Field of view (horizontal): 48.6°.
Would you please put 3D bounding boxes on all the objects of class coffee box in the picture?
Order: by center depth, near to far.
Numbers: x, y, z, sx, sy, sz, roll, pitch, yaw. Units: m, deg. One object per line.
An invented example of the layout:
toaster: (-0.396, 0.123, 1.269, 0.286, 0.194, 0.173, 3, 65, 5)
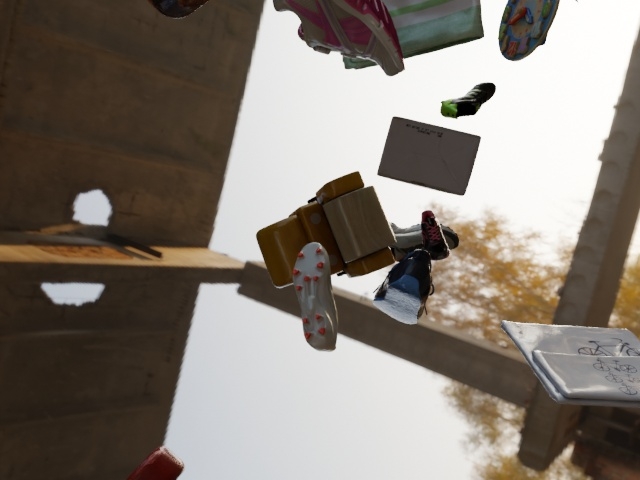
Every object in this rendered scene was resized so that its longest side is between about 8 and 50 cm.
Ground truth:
coffee box: (0.174, -0.138, 1.184, 0.246, 0.141, 0.098, -40, -35, -82)

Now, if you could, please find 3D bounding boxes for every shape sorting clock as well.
shape sorting clock: (0.432, -0.477, 1.484, 0.040, 0.206, 0.206, 8, -79, -18)

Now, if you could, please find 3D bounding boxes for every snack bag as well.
snack bag: (0.573, 0.242, 1.445, 0.342, 0.323, 0.037, -104, 18, -71)

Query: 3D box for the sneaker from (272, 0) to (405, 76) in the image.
sneaker: (0.027, -0.325, 1.050, 0.252, 0.111, 0.103, 37, -147, -30)

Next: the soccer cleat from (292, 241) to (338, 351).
soccer cleat: (-0.006, 0.099, 1.222, 0.076, 0.068, 0.196, 47, -147, -56)

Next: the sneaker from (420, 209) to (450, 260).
sneaker: (0.198, -0.012, 1.255, 0.119, 0.047, 0.057, -98, -6, -55)

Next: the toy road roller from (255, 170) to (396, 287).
toy road roller: (0.000, 0.000, 1.532, 0.240, 0.329, 0.203, -22, -91, -13)

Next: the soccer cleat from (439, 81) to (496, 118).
soccer cleat: (0.369, -0.333, 1.715, 0.178, 0.072, 0.060, -27, -50, -24)

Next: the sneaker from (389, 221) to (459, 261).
sneaker: (0.243, 0.014, 1.920, 0.100, 0.271, 0.108, 101, 167, -52)

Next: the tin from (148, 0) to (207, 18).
tin: (-0.210, -0.451, 1.175, 0.189, 0.040, 0.106, -40, -35, -12)

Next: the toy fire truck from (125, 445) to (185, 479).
toy fire truck: (-0.197, 0.370, 0.695, 0.254, 0.169, 0.302, -50, -4, 14)

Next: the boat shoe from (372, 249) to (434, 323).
boat shoe: (0.160, 0.085, 1.246, 0.089, 0.109, 0.258, -61, 1, -16)

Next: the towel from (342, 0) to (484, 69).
towel: (0.134, -0.463, 1.172, 0.038, 0.247, 0.325, 6, -102, -59)

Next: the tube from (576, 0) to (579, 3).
tube: (0.580, -0.688, 1.742, 0.070, 0.240, 0.062, 0, -33, -20)
